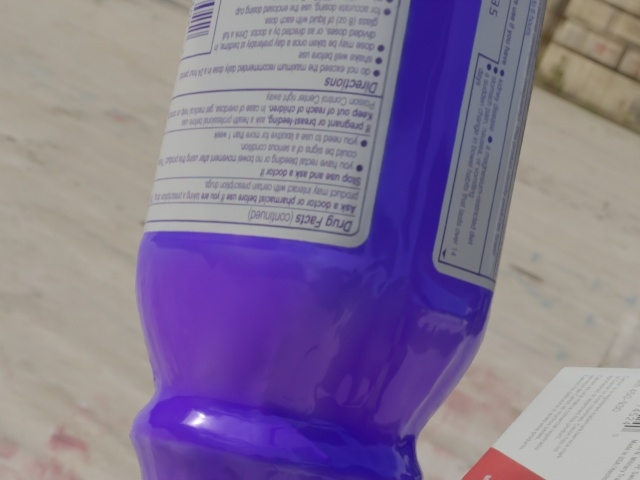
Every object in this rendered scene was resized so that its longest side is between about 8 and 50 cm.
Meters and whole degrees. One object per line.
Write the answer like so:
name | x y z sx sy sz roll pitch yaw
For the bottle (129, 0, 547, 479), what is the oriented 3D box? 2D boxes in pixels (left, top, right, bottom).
bottle | 0.000 0.000 0.524 0.118 0.283 0.092 3 -10 45

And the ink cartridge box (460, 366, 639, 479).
ink cartridge box | 0.104 0.078 0.399 0.135 0.056 0.099 -2 24 38
